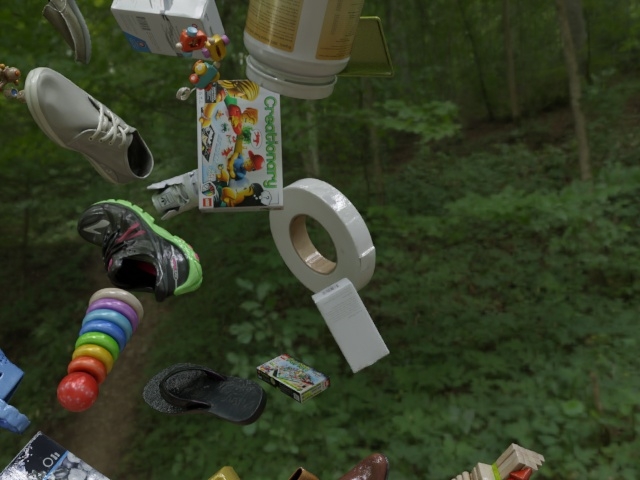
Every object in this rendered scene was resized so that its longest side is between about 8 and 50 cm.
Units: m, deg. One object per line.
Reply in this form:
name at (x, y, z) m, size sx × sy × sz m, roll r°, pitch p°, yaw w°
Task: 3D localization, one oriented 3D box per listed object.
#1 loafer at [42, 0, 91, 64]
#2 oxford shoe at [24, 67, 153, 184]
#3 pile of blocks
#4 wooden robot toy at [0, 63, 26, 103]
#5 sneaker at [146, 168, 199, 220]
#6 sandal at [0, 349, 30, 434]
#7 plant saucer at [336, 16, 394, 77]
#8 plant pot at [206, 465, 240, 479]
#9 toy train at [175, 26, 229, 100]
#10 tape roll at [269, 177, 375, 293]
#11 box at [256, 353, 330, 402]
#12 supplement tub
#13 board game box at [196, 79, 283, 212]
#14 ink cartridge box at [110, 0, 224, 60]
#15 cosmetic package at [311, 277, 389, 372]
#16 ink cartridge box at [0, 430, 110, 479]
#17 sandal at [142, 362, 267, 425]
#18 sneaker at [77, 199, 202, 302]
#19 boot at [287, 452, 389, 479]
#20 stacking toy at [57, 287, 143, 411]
loafer at (-0.637, -0.553, 1.627) m, size 0.087 × 0.251 × 0.094 m, roll -22°, pitch 11°, yaw -21°
oxford shoe at (-0.549, -0.275, 1.623) m, size 0.130 × 0.169 × 0.449 m, roll -2°, pitch -23°, yaw 16°
pile of blocks at (0.449, 0.695, 1.798) m, size 0.362 × 0.112 × 0.149 m, roll -34°, pitch -63°, yaw 19°
wooden robot toy at (-0.881, -0.456, 1.874) m, size 0.079 × 0.076 × 0.173 m, roll -3°, pitch -40°, yaw 28°
sneaker at (-0.420, -0.148, 2.088) m, size 0.210 × 0.137 × 0.366 m, roll -25°, pitch 10°, yaw -16°
sandal at (-0.651, 0.273, 1.297) m, size 0.138 × 0.317 × 0.126 m, roll -5°, pitch -18°, yaw -23°
plant saucer at (0.100, -0.527, 1.769) m, size 0.188 × 0.045 × 0.188 m, roll 8°, pitch -35°, yaw 27°
plant pot at (-0.193, 0.494, 1.292) m, size 0.081 × 0.081 × 0.083 m, roll -36°, pitch -23°, yaw -13°
toy train at (-0.246, -0.359, 1.299) m, size 0.125 × 0.046 × 0.166 m, roll -27°, pitch -24°, yaw -35°
tape roll at (0.000, 0.000, 2.005) m, size 0.072 × 0.392 × 0.392 m, roll -33°, pitch 12°, yaw -35°
box at (-0.081, 0.400, 1.937) m, size 0.114 × 0.036 × 0.207 m, roll -22°, pitch 26°, yaw -37°
supplement tub at (-0.031, -0.470, 1.338) m, size 0.228 × 0.316 × 0.228 m, roll 12°, pitch 31°, yaw -7°
board game box at (-0.187, -0.220, 1.535) m, size 0.193 × 0.305 × 0.053 m, roll -2°, pitch -7°, yaw -3°
ink cartridge box at (-0.495, -0.724, 2.185) m, size 0.307 × 0.129 × 0.223 m, roll 10°, pitch -20°, yaw 8°
cosmetic package at (0.081, 0.231, 1.808) m, size 0.117 × 0.231 × 0.085 m, roll -28°, pitch 10°, yaw -3°
ink cartridge box at (-0.540, 0.513, 1.298) m, size 0.206 × 0.208 × 0.045 m, roll 37°, pitch -54°, yaw -4°
sandal at (-0.363, 0.440, 1.976) m, size 0.446 × 0.167 × 0.107 m, roll -1°, pitch -37°, yaw 30°
sneaker at (-0.565, 0.026, 1.937) m, size 0.483 × 0.185 × 0.202 m, roll 25°, pitch 41°, yaw 29°
boot at (0.019, 0.599, 1.634) m, size 0.280 × 0.264 × 0.096 m, roll 43°, pitch 6°, yaw -41°
stacking toy at (-0.536, 0.270, 1.593) m, size 0.141 × 0.330 × 0.141 m, roll 2°, pitch -52°, yaw 2°
